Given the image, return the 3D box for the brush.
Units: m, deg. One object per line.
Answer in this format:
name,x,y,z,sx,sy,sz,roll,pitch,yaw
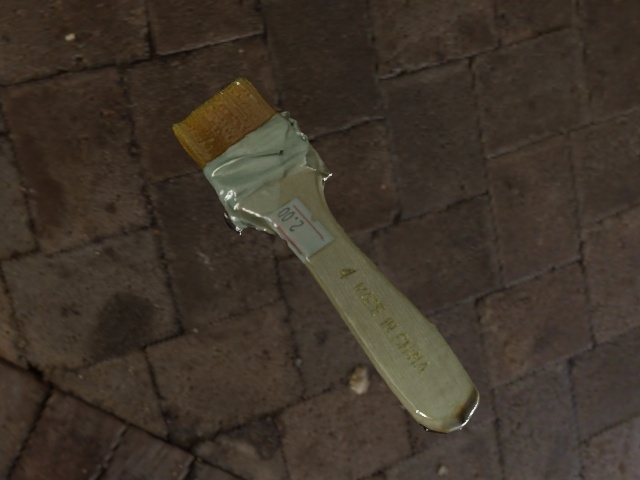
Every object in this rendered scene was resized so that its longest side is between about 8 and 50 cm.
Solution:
brush,0.000,0.000,0.765,0.085,0.336,0.020,-35,143,-7
